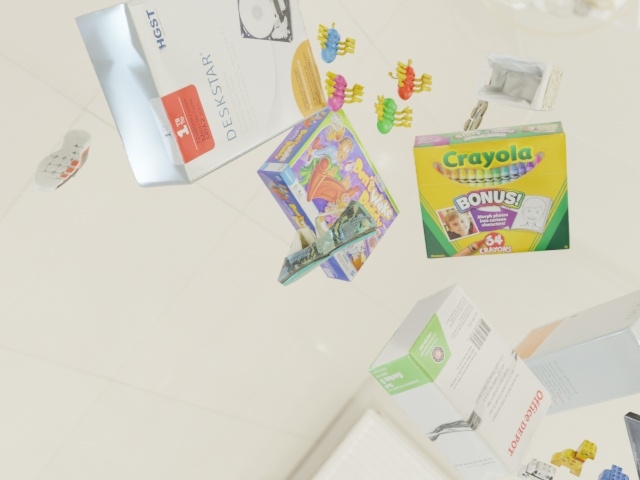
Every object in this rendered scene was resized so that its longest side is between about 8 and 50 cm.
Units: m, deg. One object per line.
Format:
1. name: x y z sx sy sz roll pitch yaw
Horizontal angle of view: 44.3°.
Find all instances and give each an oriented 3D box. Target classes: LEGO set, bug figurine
1. LEGO set: 0.479 0.413 1.395 0.093 0.227 0.087 101 15 -47
2. bug figurine: 0.096 -0.337 1.661 0.279 0.216 0.072 22 148 -18

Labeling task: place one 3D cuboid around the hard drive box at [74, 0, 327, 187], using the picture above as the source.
1. hard drive box: -0.114 -0.183 0.833 0.232 0.089 0.181 -38 119 -42

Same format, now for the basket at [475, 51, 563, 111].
1. basket: 0.465 -0.365 1.828 0.103 0.167 0.113 0 107 -48

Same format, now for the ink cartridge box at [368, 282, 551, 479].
1. ink cartridge box: 0.244 0.244 1.345 0.115 0.273 0.198 -33 -170 48

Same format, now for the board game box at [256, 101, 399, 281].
1. board game box: 0.028 -0.108 1.788 0.233 0.078 0.347 -54 130 -26

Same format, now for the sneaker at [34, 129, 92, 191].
1. sneaker: -0.440 -0.126 1.370 0.064 0.061 0.157 104 6 -45

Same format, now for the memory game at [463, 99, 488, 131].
1. memory game: 0.403 -0.309 2.087 0.186 0.012 0.186 -155 -90 -87

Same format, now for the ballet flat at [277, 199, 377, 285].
1. ballet flat: 0.000 0.000 1.097 0.188 0.070 0.070 -32 154 34

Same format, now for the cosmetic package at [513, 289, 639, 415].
1. cosmetic package: 0.660 0.278 1.914 0.230 0.161 0.453 -34 180 -38

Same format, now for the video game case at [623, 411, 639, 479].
1. video game case: 0.715 0.453 1.501 0.026 0.274 0.196 -27 108 -24

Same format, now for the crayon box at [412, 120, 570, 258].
1. crayon box: 0.433 -0.122 1.982 0.106 0.363 0.313 -70 152 -59
